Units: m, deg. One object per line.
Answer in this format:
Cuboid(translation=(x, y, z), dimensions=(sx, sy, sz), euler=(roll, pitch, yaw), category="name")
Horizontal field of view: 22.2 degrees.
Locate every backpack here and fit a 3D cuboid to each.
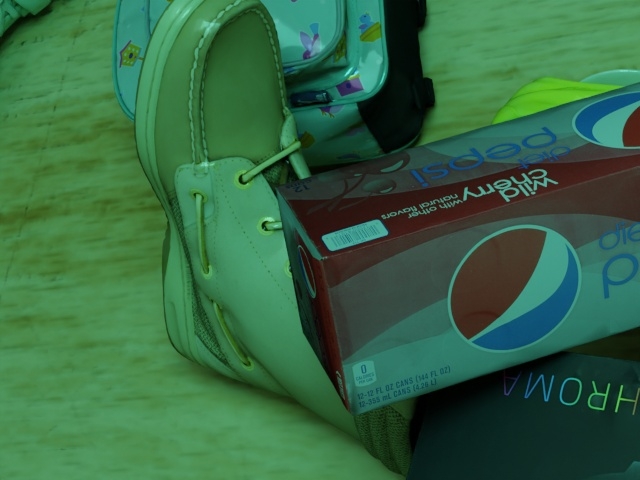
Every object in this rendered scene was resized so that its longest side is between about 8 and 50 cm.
Cuboid(translation=(-0.041, -0.127, 1.024), dimensions=(0.188, 0.144, 0.166), euler=(-14, 63, 23), category="backpack")

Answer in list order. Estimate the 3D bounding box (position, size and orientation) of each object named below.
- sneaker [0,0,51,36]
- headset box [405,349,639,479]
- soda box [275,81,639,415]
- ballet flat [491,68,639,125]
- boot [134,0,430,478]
Cuboid(translation=(-0.224, -0.170, 1.168), dimensions=(0.256, 0.094, 0.151), euler=(-23, 50, 27), category="sneaker")
Cuboid(translation=(0.149, 0.210, 0.752), dimensions=(0.246, 0.131, 0.283), euler=(7, 69, 31), category="headset box")
Cuboid(translation=(0.118, -0.007, 0.782), dimensions=(0.263, 0.092, 0.083), euler=(-16, 29, -10), category="soda box")
Cuboid(translation=(0.205, -0.063, 0.909), dimensions=(0.231, 0.077, 0.077), euler=(6, 45, 32), category="ballet flat")
Cuboid(translation=(0.000, 0.000, 0.881), dimensions=(0.203, 0.262, 0.095), euler=(29, 44, 34), category="boot")
